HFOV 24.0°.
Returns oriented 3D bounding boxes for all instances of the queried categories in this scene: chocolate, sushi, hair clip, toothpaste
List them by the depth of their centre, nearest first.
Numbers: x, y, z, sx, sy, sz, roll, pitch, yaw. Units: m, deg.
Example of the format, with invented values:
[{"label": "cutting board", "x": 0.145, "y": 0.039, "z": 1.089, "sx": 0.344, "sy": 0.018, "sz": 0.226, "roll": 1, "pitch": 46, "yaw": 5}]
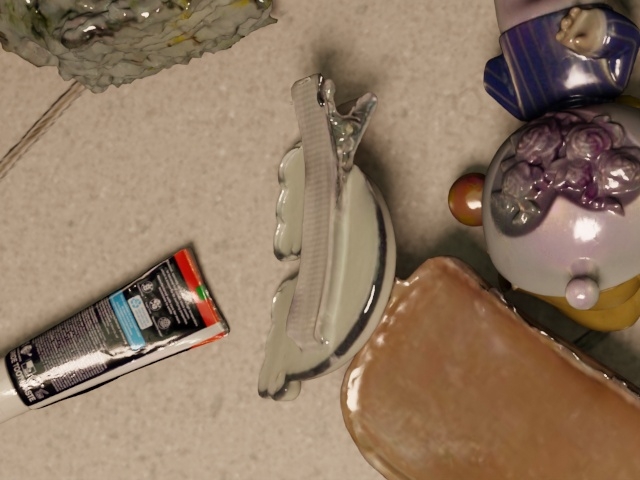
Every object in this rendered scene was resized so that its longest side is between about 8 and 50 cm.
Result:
[{"label": "chocolate", "x": 0.141, "y": 0.129, "z": 0.992, "sx": 0.261, "sy": 0.083, "sz": 0.161, "roll": 41, "pitch": 110, "yaw": 19}, {"label": "hair clip", "x": 0.000, "y": 0.000, "z": 1.029, "sx": 0.140, "sy": 0.054, "sz": 0.220, "roll": -7, "pitch": 77, "yaw": 54}, {"label": "sushi", "x": -0.149, "y": -0.209, "z": 1.085, "sx": 0.274, "sy": 0.139, "sz": 0.184, "roll": -22, "pitch": 74, "yaw": 12}, {"label": "toothpaste", "x": -0.164, "y": 0.079, "z": 1.097, "sx": 0.193, "sy": 0.045, "sz": 0.071, "roll": -27, "pitch": 84, "yaw": 2}]

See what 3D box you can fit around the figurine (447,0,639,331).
[{"label": "figurine", "x": 0.177, "y": -0.084, "z": 0.993, "sx": 0.193, "sy": 0.133, "sz": 0.274, "roll": 9, "pitch": 81, "yaw": 29}]
